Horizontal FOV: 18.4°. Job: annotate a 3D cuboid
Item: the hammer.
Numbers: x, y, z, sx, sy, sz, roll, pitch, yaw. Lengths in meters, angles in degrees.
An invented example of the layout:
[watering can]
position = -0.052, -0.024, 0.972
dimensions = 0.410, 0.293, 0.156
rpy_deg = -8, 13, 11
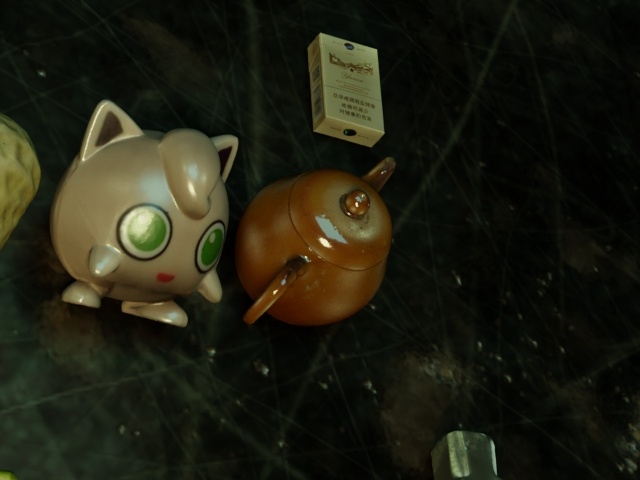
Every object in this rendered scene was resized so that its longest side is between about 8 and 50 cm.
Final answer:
[hammer]
position = 0.239, 0.220, 1.426
dimensions = 0.365, 0.043, 0.111
rpy_deg = 13, 52, -28

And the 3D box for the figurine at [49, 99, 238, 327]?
[figurine]
position = -0.115, -0.016, 1.293
dimensions = 0.125, 0.125, 0.138
rpy_deg = 18, 92, -22

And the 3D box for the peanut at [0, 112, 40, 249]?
[peanut]
position = -0.261, -0.010, 1.214
dimensions = 0.226, 0.095, 0.108
rpy_deg = -32, 83, -42

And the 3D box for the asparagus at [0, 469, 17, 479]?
[asparagus]
position = -0.226, 0.150, 1.176
dimensions = 0.108, 0.021, 0.025
rpy_deg = 5, 58, -31

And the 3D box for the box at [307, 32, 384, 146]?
[box]
position = 0.019, -0.116, 1.521
dimensions = 0.053, 0.024, 0.083
rpy_deg = 15, 51, -25

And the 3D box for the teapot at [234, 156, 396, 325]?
[teapot]
position = 0.000, 0.000, 1.369
dimensions = 0.116, 0.116, 0.173
rpy_deg = 43, 47, 0
